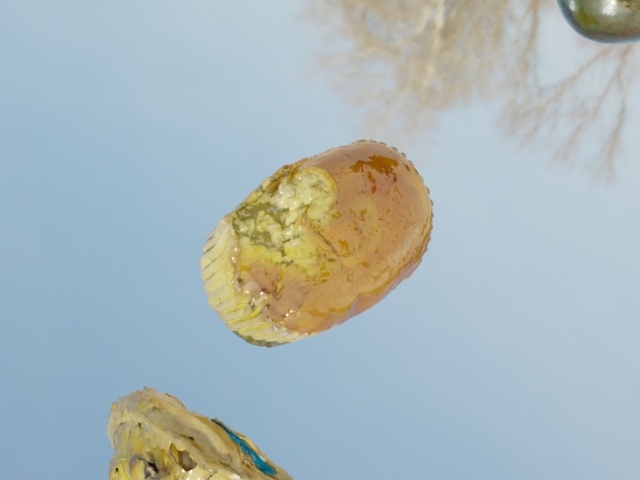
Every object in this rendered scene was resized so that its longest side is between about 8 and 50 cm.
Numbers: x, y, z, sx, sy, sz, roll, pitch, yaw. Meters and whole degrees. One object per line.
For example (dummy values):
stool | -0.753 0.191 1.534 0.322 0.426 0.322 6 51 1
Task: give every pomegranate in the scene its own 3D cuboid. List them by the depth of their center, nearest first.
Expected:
pomegranate | 0.322 -0.278 1.257 0.191 0.152 0.131 -16 -159 -22

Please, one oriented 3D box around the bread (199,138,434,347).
bread | 0.000 0.000 1.312 0.250 0.179 0.133 -29 -172 -27

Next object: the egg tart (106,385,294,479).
egg tart | -0.125 0.278 1.289 0.291 0.290 0.107 32 -121 19
